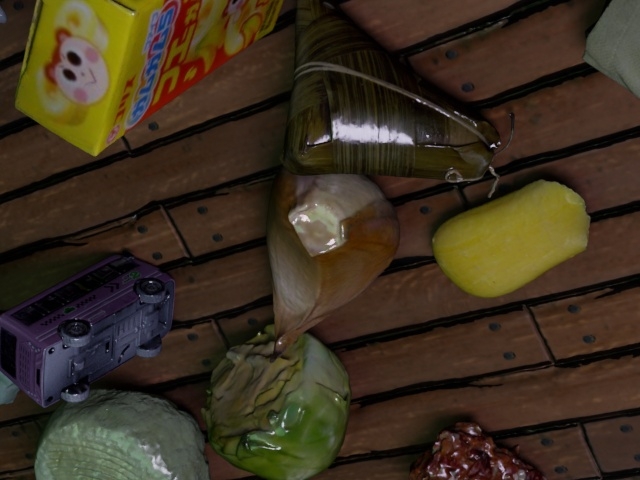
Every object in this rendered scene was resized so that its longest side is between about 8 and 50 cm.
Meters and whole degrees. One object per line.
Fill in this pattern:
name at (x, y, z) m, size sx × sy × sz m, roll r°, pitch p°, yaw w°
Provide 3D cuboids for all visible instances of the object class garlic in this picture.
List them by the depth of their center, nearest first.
garlic at (0.009, 0.003, 1.416) m, size 0.115 × 0.128 × 0.206 m, roll -6°, pitch 145°, yaw -14°

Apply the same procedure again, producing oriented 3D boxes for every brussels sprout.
brussels sprout at (-0.033, 0.164, 1.528) m, size 0.149 × 0.151 × 0.122 m, roll -35°, pitch 128°, yaw 16°

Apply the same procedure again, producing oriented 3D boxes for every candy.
candy at (-0.119, -0.193, 1.260) m, size 0.088 × 0.276 × 0.146 m, roll 33°, pitch 128°, yaw 12°

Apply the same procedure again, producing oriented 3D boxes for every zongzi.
zongzi at (0.065, -0.138, 1.333) m, size 0.187 × 0.184 × 0.084 m, roll 5°, pitch 161°, yaw -8°

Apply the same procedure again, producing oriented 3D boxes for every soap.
soap at (0.169, -0.001, 1.357) m, size 0.168 × 0.033 × 0.089 m, roll -25°, pitch 117°, yaw 39°

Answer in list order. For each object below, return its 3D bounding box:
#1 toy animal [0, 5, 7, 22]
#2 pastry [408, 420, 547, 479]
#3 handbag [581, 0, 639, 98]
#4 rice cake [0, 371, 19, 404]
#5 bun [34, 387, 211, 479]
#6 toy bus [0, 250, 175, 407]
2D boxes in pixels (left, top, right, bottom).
toy animal at (-0.384, -0.233, 1.519) m, size 0.206 × 0.081 × 0.367 m, roll 29°, pitch 134°, yaw 38°
pastry at (0.168, 0.265, 1.478) m, size 0.208 × 0.115 × 0.097 m, roll 43°, pitch 143°, yaw 0°
handbag at (0.337, -0.176, 1.101) m, size 0.253 × 0.109 × 0.315 m, roll 36°, pitch 136°, yaw 13°
rice cake at (-0.421, 0.093, 1.776) m, size 0.226 × 0.040 × 0.085 m, roll 37°, pitch 131°, yaw 7°
bun at (-0.203, 0.237, 1.680) m, size 0.195 × 0.118 × 0.195 m, roll 11°, pitch 120°, yaw 19°
toy bus at (-0.230, 0.081, 1.566) m, size 0.098 × 0.178 × 0.086 m, roll 30°, pitch 130°, yaw 29°
